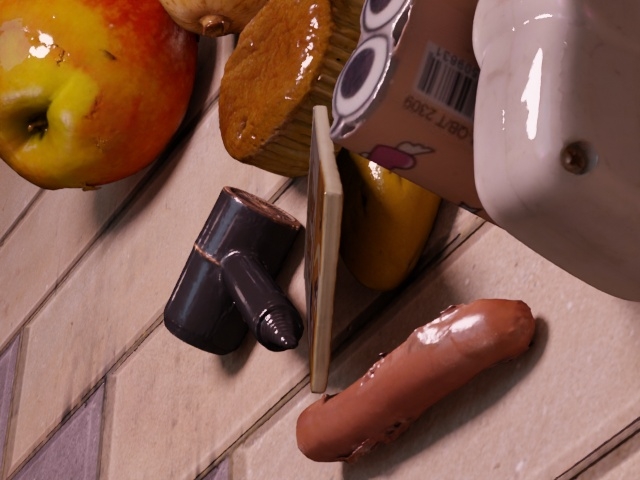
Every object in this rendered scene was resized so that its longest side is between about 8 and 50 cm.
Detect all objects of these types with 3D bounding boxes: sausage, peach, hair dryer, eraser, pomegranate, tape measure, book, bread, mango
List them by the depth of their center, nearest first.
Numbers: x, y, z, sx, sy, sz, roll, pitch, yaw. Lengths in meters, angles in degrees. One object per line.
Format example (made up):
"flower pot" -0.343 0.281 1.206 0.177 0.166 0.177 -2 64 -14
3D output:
"tape measure" 0.239 -0.092 1.084 0.130 0.258 0.265 -25 53 51
"eraser" 0.158 -0.098 1.181 0.087 0.290 0.171 -3 65 62
"sausage" 0.079 0.133 1.375 0.304 0.078 0.078 -40 35 42
"book" 0.000 0.000 1.527 0.295 0.020 0.208 -97 10 -69
"mango" 0.068 -0.041 1.528 0.137 0.098 0.195 -27 49 46
"hair dryer" -0.082 0.075 1.656 0.189 0.107 0.352 -63 19 9
"bread" -0.016 -0.198 1.776 0.253 0.142 0.227 -27 52 49
"pomegranate" -0.134 -0.383 2.109 0.215 0.215 0.215 -43 33 37
"peach" -0.352 -0.259 2.257 0.370 0.370 0.370 -43 33 37
